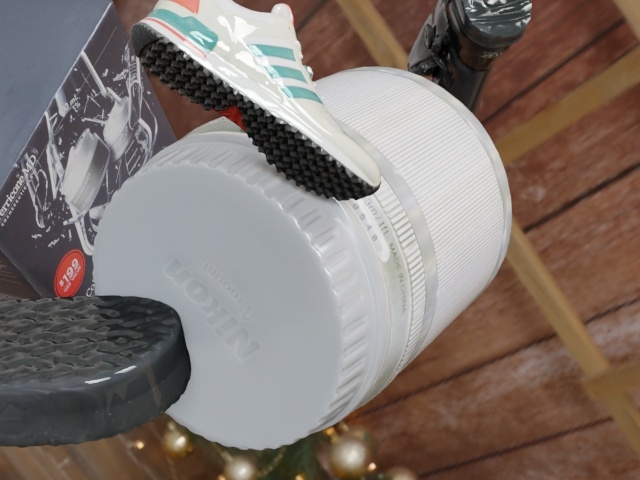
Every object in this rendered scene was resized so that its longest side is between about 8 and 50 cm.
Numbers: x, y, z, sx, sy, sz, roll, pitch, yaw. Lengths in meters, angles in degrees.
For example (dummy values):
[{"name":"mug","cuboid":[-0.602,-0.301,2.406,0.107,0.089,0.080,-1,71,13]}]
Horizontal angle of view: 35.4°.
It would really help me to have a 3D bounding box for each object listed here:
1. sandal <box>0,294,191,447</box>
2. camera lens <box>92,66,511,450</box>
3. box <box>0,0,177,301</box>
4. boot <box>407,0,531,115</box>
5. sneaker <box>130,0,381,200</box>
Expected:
[{"name":"sandal","cuboid":[-0.298,0.110,0.641,0.445,0.107,0.167,-1,20,16]},{"name":"camera lens","cuboid":[0.000,0.000,0.733,0.219,0.219,0.274,-37,-3,37]},{"name":"box","cuboid":[-0.368,-0.098,1.312,0.312,0.179,0.343,71,-144,-58]},{"name":"boot","cuboid":[0.133,-0.263,1.030,0.094,0.246,0.207,-8,-16,-11]},{"name":"sneaker","cuboid":[-0.021,-0.091,0.555,0.075,0.161,0.057,-59,12,-21]}]
